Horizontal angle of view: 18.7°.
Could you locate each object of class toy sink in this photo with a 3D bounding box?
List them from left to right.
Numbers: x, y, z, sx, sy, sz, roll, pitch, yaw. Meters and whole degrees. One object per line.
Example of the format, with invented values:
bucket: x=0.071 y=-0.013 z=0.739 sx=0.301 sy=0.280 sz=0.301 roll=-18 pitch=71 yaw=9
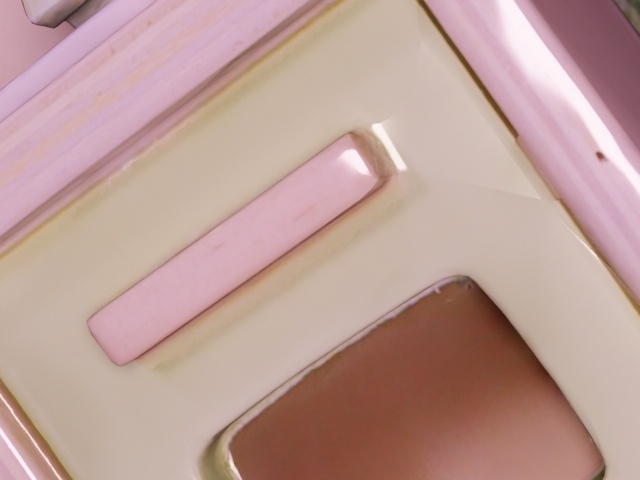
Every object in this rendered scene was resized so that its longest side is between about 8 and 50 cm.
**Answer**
toy sink: x=0.000 y=0.000 z=0.420 sx=0.153 sy=0.131 sz=0.234 roll=-35 pitch=89 yaw=17
